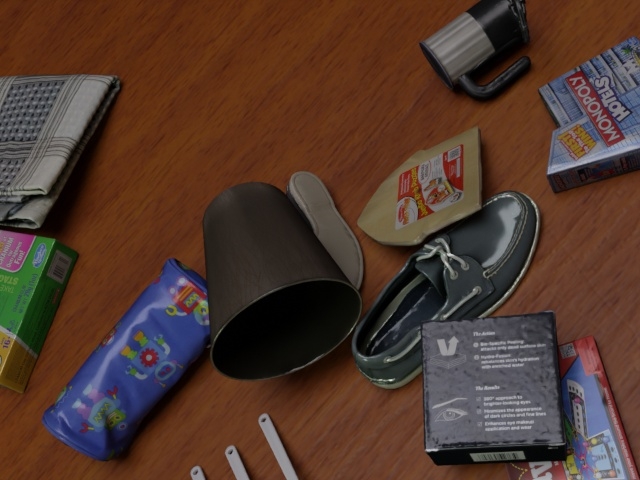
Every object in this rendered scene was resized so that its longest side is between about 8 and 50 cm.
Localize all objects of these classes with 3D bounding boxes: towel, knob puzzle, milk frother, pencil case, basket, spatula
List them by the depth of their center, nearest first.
[{"bbox_3d":[-0.079,0.336,1.252,0.168,0.019,0.242,-40,37,4],"label":"spatula"},{"bbox_3d":[-0.070,0.039,1.291,0.204,0.154,0.226,-30,45,8],"label":"basket"},{"bbox_3d":[0.137,-0.055,1.336,0.213,0.030,0.213,-30,32,21],"label":"knob puzzle"},{"bbox_3d":[0.220,-0.280,1.358,0.135,0.143,0.129,-36,64,3],"label":"milk frother"},{"bbox_3d":[-0.250,0.172,1.385,0.306,0.133,0.119,-51,15,-4],"label":"pencil case"},{"bbox_3d":[-0.531,-0.165,1.673,0.312,0.056,0.324,5,57,26],"label":"towel"}]

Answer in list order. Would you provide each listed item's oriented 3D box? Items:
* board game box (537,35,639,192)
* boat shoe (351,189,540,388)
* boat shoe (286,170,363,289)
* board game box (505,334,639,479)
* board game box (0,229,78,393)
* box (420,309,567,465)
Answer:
[{"bbox_3d":[0.365,-0.157,1.283,0.194,0.060,0.194,-28,58,10],"label":"board game box"},{"bbox_3d":[0.160,0.054,1.256,0.319,0.099,0.116,-47,57,-1],"label":"boat shoe"},{"bbox_3d":[0.000,0.000,1.394,0.065,0.075,0.206,-55,49,47],"label":"boat shoe"},{"bbox_3d":[0.289,0.261,1.143,0.145,0.027,0.281,-20,60,17],"label":"board game box"},{"bbox_3d":[-0.573,0.097,1.601,0.317,0.064,0.242,8,70,28],"label":"board game box"},{"bbox_3d":[0.201,0.174,1.142,0.156,0.093,0.158,-5,65,14],"label":"box"}]
